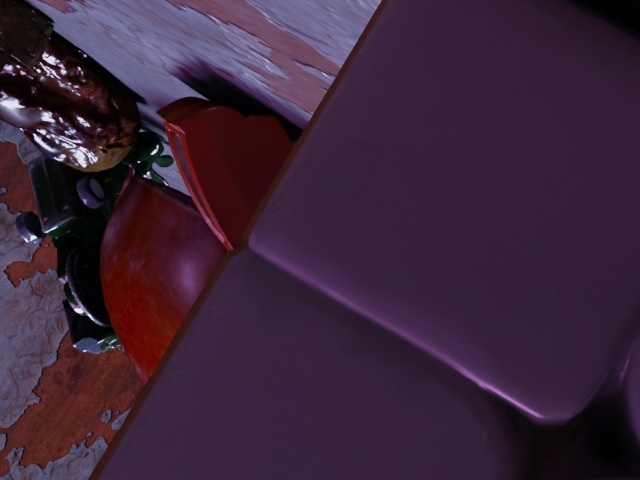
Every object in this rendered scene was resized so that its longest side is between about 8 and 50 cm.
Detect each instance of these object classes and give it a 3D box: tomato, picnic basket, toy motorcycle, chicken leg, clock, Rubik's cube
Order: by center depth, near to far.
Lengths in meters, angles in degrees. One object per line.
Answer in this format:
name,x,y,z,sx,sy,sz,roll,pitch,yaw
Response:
Rubik's cube,0.091,0.131,0.505,0.290,0.291,0.291,30,177,11
clock,-0.051,-0.038,1.022,0.113,0.061,0.155,64,172,-12
picnic basket,-0.234,-0.132,1.168,0.072,0.083,0.072,31,175,3
tomato,-0.075,0.079,1.342,0.290,0.176,0.335,36,176,-26
chicken leg,-0.232,-0.128,1.359,0.177,0.083,0.322,39,178,25
toy motorcycle,-0.203,-0.014,1.558,0.187,0.125,0.274,32,-144,-55

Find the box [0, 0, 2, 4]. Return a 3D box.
box,-0.237,-0.123,0.583,0.231,0.149,0.155,19,170,31
